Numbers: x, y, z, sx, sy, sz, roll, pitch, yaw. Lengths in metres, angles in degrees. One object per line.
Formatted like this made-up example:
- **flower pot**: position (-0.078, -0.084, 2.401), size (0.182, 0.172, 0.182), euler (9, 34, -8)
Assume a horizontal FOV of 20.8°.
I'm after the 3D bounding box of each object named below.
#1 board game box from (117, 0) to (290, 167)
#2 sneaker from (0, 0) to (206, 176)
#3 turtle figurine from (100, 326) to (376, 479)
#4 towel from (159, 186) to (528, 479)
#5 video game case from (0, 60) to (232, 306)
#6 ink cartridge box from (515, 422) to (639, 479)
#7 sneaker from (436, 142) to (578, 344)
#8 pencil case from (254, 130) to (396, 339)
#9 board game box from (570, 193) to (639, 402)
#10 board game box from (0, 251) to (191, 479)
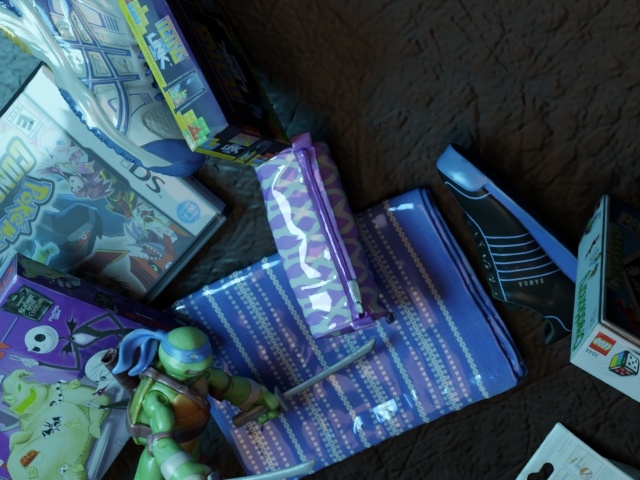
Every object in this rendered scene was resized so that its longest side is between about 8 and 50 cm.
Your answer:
- **board game box**: position (-0.109, -0.160, 1.660), size (0.048, 0.141, 0.170), euler (-32, 75, 17)
- **sneaker**: position (-0.203, -0.194, 1.710), size (0.131, 0.112, 0.296), euler (-41, 100, 19)
- **turtle figurine**: position (-0.104, 0.225, 1.766), size (0.274, 0.198, 0.266), euler (12, 128, -15)
- **towel**: position (0.021, 0.112, 1.828), size (0.336, 0.040, 0.243), euler (-26, 103, 16)
- **video game case**: position (-0.272, -0.014, 1.825), size (0.248, 0.035, 0.275), euler (41, 110, -7)
- **ink cartridge box**: position (0.292, 0.297, 1.865), size (0.179, 0.045, 0.145), euler (38, 112, 13)
- **sneaker**: position (0.187, 0.007, 1.743), size (0.232, 0.081, 0.090), euler (44, 102, -10)
- **pencil case**: position (0.000, 0.000, 1.736), size (0.086, 0.088, 0.206), euler (-21, 87, -11)
- **board game box**: position (0.331, 0.075, 1.627), size (0.193, 0.305, 0.053), euler (31, 115, -3)
- **board game box**: position (-0.308, 0.187, 1.848), size (0.208, 0.056, 0.347), euler (25, 117, -20)
